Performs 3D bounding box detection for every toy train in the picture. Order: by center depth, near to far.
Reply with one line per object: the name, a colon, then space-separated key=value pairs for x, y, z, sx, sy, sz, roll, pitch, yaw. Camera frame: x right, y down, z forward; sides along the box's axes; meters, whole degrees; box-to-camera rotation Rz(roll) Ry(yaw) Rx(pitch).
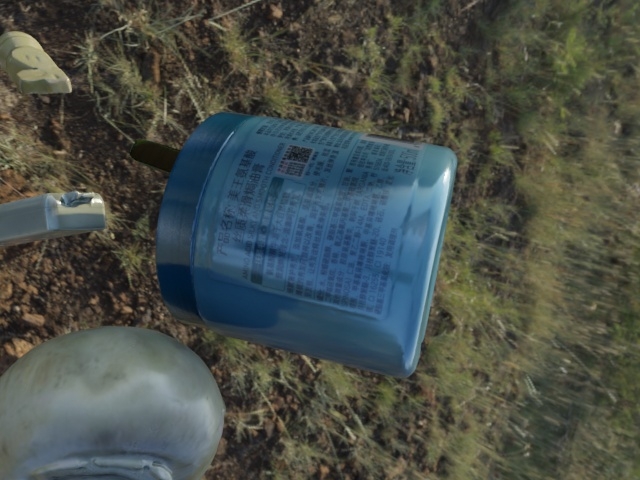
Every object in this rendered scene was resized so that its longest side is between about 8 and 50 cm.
toy train: x=-0.245 y=-0.131 z=0.909 sx=0.044 sy=0.209 sz=0.042 roll=-66 pitch=152 yaw=-8

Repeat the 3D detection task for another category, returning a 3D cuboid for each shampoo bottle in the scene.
shampoo bottle: x=0.000 y=0.000 z=0.760 sx=0.331 sy=0.342 sz=0.332 roll=11 pitch=90 yaw=-76

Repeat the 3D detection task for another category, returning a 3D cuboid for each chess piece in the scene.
chess piece: x=-0.536 y=-0.319 z=0.975 sx=0.090 sy=0.200 sz=0.090 roll=-27 pitch=137 yaw=-28

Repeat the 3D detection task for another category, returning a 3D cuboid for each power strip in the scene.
power strip: x=-0.471 y=-0.025 z=0.811 sx=0.098 sy=0.338 sz=0.058 roll=-9 pitch=93 yaw=-61

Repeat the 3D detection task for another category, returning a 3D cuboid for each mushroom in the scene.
mushroom: x=-0.261 y=0.285 z=0.617 sx=0.314 sy=0.314 sz=0.336 roll=41 pitch=30 yaw=-45
